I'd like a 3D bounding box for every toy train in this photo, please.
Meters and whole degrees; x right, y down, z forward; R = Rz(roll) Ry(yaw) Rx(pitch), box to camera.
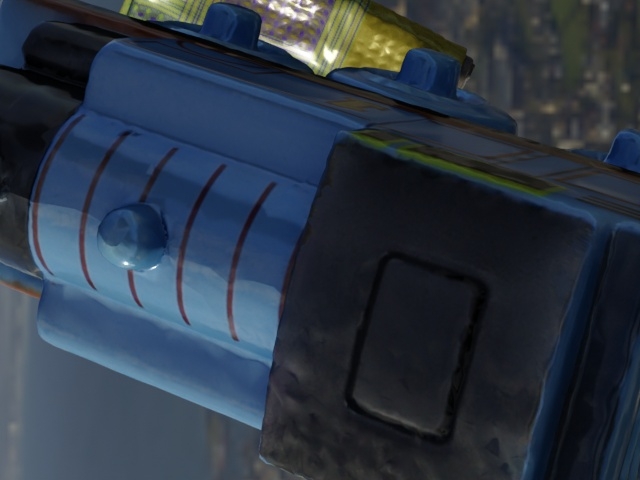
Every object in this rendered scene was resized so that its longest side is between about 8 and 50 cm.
[{"bbox_3d":[0.000,0.000,0.389,0.105,0.184,0.080,-6,-66,-63],"label":"toy train"}]

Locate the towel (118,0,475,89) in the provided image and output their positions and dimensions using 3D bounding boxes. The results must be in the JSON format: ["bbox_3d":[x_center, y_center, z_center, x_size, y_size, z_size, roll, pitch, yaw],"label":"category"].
[{"bbox_3d":[-0.009,-0.040,0.473,0.060,0.083,0.009,-58,8,44],"label":"towel"}]
